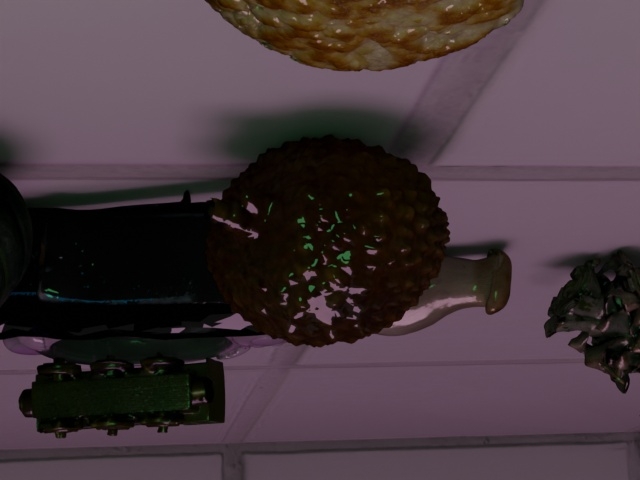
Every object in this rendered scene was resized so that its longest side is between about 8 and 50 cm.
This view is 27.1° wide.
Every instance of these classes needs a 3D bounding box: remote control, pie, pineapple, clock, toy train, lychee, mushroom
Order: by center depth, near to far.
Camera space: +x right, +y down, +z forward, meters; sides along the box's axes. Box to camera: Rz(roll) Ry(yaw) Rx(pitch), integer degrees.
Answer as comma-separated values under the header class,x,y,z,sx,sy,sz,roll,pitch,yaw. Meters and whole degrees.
class,x,y,z,sx,sy,sz,roll,pitch,yaw
pie,0.023,-0.161,0.750,0.205,0.084,0.179,-8,162,24
lychee,0.000,0.000,1.140,0.238,0.200,0.200,13,158,-43
remote control,-0.234,0.024,1.273,0.399,0.144,0.062,-2,164,9
clock,-0.206,0.076,1.507,0.296,0.113,0.322,6,163,-29
toy train,-0.222,0.178,1.512,0.226,0.090,0.137,-4,170,10
mushroom,0.123,0.060,1.553,0.213,0.088,0.097,-13,172,14
pineapple,0.412,0.113,1.636,0.272,0.262,0.262,28,155,-16

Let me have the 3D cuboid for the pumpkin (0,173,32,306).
class,x,y,z,sx,sy,sz,roll,pitch,yaw
pumpkin,-0.368,0.014,1.127,0.250,0.216,0.250,-19,-168,4
